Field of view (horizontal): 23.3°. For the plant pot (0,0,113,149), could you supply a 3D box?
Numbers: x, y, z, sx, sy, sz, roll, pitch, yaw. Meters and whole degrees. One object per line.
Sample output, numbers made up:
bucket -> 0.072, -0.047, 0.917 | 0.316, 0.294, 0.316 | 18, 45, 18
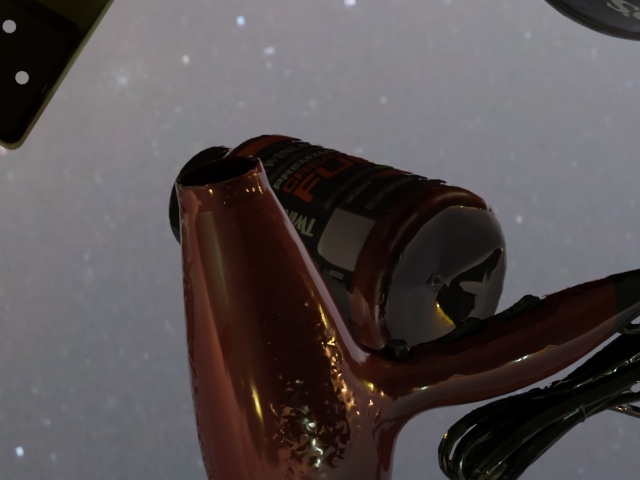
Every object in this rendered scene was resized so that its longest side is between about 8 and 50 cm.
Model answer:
plant pot -> -0.189, -0.114, 0.881 | 0.109, 0.096, 0.109 | 31, -101, -4

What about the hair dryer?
hair dryer -> 0.045, 0.059, 0.691 | 0.223, 0.293, 0.080 | -59, -154, -5

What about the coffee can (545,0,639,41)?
coffee can -> 0.214, -0.217, 0.794 | 0.201, 0.201, 0.275 | -13, -178, -7

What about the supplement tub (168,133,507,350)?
supplement tub -> 0.000, 0.000, 0.866 | 0.106, 0.106, 0.198 | -33, -145, -32
